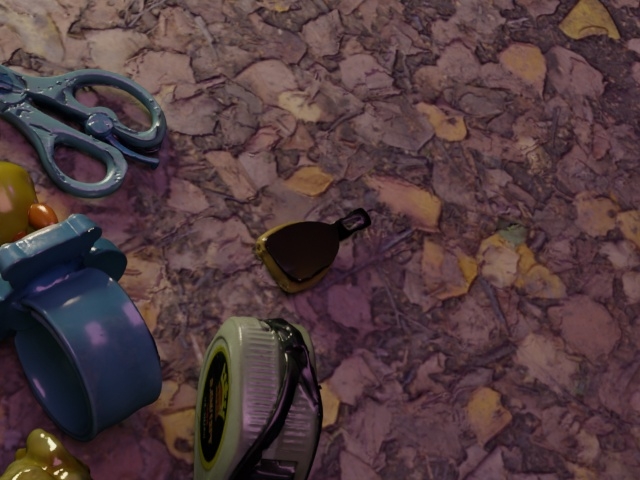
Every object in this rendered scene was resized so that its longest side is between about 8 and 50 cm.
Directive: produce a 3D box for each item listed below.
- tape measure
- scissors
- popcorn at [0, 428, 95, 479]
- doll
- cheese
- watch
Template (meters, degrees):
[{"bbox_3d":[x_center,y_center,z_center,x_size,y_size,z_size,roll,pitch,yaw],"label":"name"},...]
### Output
[{"bbox_3d":[-0.061,0.204,1.205,0.115,0.207,0.235,10,58,-20],"label":"tape measure"},{"bbox_3d":[-0.372,-0.183,1.386,0.393,0.032,0.180,27,56,-6],"label":"scissors"},{"bbox_3d":[-0.266,0.322,1.042,0.237,0.293,0.293,-38,80,5],"label":"popcorn"},{"bbox_3d":[-0.373,-0.053,1.261,0.143,0.135,0.221,-26,70,6],"label":"doll"},{"bbox_3d":[0.000,0.000,1.436,0.162,0.036,0.086,-30,75,-32],"label":"cheese"},{"bbox_3d":[-0.254,0.102,1.188,0.211,0.211,0.193,-29,72,-31],"label":"watch"}]
